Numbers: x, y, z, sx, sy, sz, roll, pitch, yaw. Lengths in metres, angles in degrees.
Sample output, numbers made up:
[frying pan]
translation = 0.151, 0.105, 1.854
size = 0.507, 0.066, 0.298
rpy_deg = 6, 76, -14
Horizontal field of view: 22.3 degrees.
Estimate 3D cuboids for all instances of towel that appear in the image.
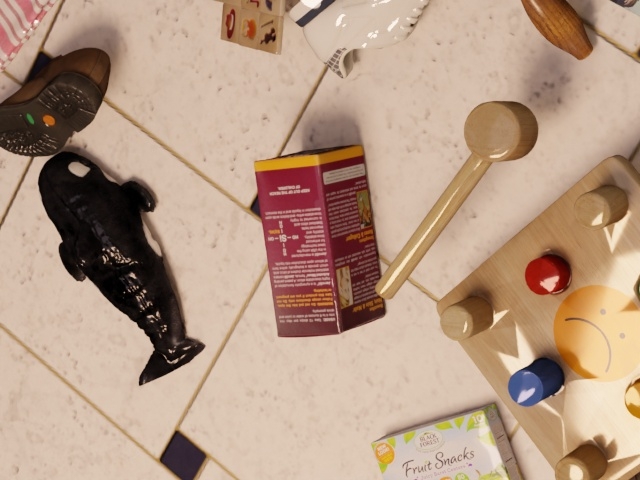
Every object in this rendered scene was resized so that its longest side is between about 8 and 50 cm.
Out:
[towel]
translation = -0.383, -0.297, 1.904
size = 0.144, 0.029, 0.197
rpy_deg = 49, 117, 12

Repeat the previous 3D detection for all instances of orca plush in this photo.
[orca plush]
translation = -0.253, 0.031, 1.847
size = 0.151, 0.102, 0.287
rpy_deg = -20, 89, 30

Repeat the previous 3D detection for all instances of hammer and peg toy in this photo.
[hammer and peg toy]
translation = 0.235, 0.050, 1.571
size = 0.266, 0.127, 0.361
rpy_deg = -44, 76, 29

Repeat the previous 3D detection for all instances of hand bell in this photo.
[hand bell]
translation = 0.180, -0.259, 1.530
size = 0.126, 0.126, 0.242
rpy_deg = -33, 118, 29

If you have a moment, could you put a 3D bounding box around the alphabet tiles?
[alphabet tiles]
translation = -0.063, -0.318, 1.684
size = 0.198, 0.009, 0.237
rpy_deg = 23, 112, 54

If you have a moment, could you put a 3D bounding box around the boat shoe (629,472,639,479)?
[boat shoe]
translation = 0.359, 0.323, 1.580
size = 0.069, 0.081, 0.227
rpy_deg = -22, 81, 33

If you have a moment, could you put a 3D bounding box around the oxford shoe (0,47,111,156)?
[oxford shoe]
translation = -0.307, -0.159, 1.864
size = 0.227, 0.096, 0.083
rpy_deg = -18, 129, 45

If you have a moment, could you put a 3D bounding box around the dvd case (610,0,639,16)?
[dvd case]
translation = 0.301, -0.282, 1.541
size = 0.087, 0.013, 0.119
rpy_deg = 33, 112, 20

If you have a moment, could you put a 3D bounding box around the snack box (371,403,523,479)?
[snack box]
translation = 0.134, 0.238, 1.708
size = 0.141, 0.037, 0.100
rpy_deg = -21, 87, 30

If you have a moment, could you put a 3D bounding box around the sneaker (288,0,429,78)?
[sneaker]
translation = 0.080, -0.256, 1.636
size = 0.235, 0.090, 0.095
rpy_deg = -31, 96, 33

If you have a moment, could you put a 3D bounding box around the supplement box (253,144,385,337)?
[supplement box]
translation = 0.000, 0.000, 1.702
size = 0.081, 0.104, 0.188
rpy_deg = -4, 96, 30
